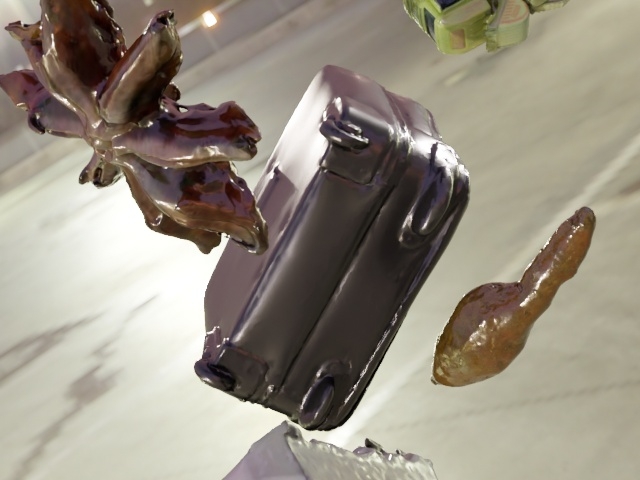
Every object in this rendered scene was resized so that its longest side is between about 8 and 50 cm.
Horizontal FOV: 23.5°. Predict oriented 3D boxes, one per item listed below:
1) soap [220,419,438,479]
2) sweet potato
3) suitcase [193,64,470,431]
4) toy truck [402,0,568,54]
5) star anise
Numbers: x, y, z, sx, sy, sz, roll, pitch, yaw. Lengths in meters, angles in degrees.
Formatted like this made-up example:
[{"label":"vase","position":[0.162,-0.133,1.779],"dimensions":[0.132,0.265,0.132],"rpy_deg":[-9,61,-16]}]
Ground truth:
[{"label":"soap","position":[-0.054,0.460,1.937],"dimensions":[0.435,0.213,0.350],"rpy_deg":[-46,-32,17]},{"label":"sweet potato","position":[0.165,0.068,1.400],"dimensions":[0.269,0.075,0.075],"rpy_deg":[-52,-5,38]},{"label":"suitcase","position":[0.000,0.000,1.665],"dimensions":[0.345,0.188,0.339],"rpy_deg":[-63,14,14]},{"label":"toy truck","position":[0.184,-0.254,1.523],"dimensions":[0.191,0.116,0.085],"rpy_deg":[-29,-24,-5]},{"label":"star anise","position":[-0.144,-0.095,1.146],"dimensions":[0.088,0.288,0.288],"rpy_deg":[-52,18,-28]}]
